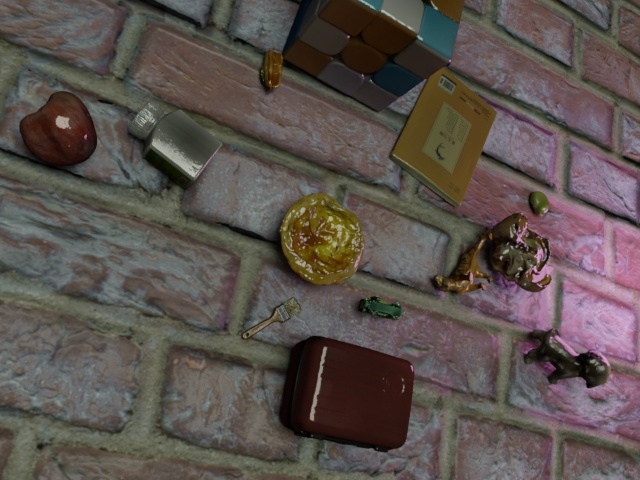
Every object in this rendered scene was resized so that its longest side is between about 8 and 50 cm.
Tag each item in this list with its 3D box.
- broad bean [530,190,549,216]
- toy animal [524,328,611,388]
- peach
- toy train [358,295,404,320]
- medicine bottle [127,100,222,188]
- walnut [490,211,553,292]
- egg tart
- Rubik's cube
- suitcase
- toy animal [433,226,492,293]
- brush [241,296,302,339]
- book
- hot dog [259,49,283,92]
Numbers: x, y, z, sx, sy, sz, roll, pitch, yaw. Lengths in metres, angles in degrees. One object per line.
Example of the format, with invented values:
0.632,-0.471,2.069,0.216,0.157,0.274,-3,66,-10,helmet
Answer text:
0.709,-0.120,1.938,0.063,0.045,0.083,-4,72,-16,broad bean
0.725,0.344,1.768,0.233,0.168,0.121,32,64,-2,toy animal
-0.546,-0.227,1.274,0.152,0.152,0.152,7,75,-26,peach
0.156,0.175,1.558,0.122,0.081,0.050,17,79,-22,toy train
-0.343,-0.230,1.394,0.188,0.088,0.132,39,63,-14,medicine bottle
0.590,0.039,1.785,0.204,0.141,0.238,-18,91,-46,walnut
0.000,0.000,1.507,0.241,0.106,0.241,5,79,-26,egg tart
0.148,-0.613,1.593,0.344,0.347,0.346,25,67,-21,Rubik's cube
0.066,0.360,1.421,0.297,0.161,0.236,19,70,-22,suitcase
0.434,0.064,1.732,0.255,0.116,0.114,-53,127,-32,toy animal
-0.119,0.193,1.452,0.170,0.014,0.043,-29,94,-28,brush
0.384,-0.325,1.826,0.269,0.032,0.389,35,64,-14,book
-0.130,-0.448,1.589,0.056,0.041,0.133,14,64,-24,hot dog
